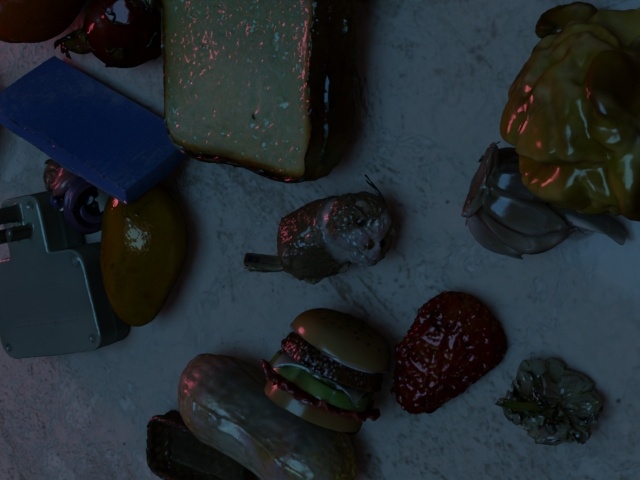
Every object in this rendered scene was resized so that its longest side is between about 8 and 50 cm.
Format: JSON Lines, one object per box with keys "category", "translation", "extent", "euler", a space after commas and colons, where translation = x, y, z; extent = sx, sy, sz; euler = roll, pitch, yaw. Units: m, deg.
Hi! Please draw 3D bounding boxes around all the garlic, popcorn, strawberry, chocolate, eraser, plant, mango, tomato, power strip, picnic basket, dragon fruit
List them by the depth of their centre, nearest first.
{"category": "popcorn", "translation": [0.313, -0.134, 1.080], "extent": [0.332, 0.265, 0.225], "euler": [49, 161, 48]}
{"category": "garlic", "translation": [0.260, -0.043, 1.209], "extent": [0.194, 0.127, 0.131], "euler": [12, 80, 1]}
{"category": "plant", "translation": [0.263, 0.192, 1.228], "extent": [0.117, 0.122, 0.104], "euler": [10, 91, 39]}
{"category": "strawberry", "translation": [0.151, 0.152, 1.318], "extent": [0.121, 0.082, 0.188], "euler": [39, 113, 20]}
{"category": "chocolate", "translation": [-0.084, 0.262, 1.455], "extent": [0.309, 0.134, 0.134], "euler": [32, 113, 27]}
{"category": "dragon fruit", "translation": [-0.311, -0.311, 1.538], "extent": [0.246, 0.125, 0.125], "euler": [-8, 111, 37]}
{"category": "mango", "translation": [-0.267, 0.021, 1.557], "extent": [0.147, 0.109, 0.227], "euler": [11, 103, 30]}
{"category": "eraser", "translation": [-0.348, -0.171, 1.570], "extent": [0.312, 0.144, 0.042], "euler": [31, 149, 26]}
{"category": "picnic basket", "translation": [-0.178, 0.328, 1.571], "extent": [0.193, 0.055, 0.110], "euler": [17, 112, 30]}
{"category": "tomato", "translation": [-0.448, -0.426, 1.572], "extent": [0.260, 0.180, 0.259], "euler": [5, 99, 36]}
{"category": "power strip", "translation": [-0.445, 0.055, 1.667], "extent": [0.230, 0.141, 0.261], "euler": [-8, 95, 33]}

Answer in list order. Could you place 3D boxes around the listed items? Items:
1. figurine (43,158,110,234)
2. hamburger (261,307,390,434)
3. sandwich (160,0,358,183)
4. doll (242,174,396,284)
{"category": "figurine", "translation": [-0.372, -0.095, 1.612], "extent": [0.157, 0.126, 0.114], "euler": [48, 150, 33]}
{"category": "hamburger", "translation": [0.016, 0.163, 1.367], "extent": [0.175, 0.175, 0.136], "euler": [28, 95, 28]}
{"category": "sandwich", "translation": [-0.086, -0.223, 1.391], "extent": [0.301, 0.099, 0.271], "euler": [17, 115, 37]}
{"category": "doll", "translation": [0.002, 0.003, 1.378], "extent": [0.221, 0.105, 0.114], "euler": [-27, 45, 34]}
